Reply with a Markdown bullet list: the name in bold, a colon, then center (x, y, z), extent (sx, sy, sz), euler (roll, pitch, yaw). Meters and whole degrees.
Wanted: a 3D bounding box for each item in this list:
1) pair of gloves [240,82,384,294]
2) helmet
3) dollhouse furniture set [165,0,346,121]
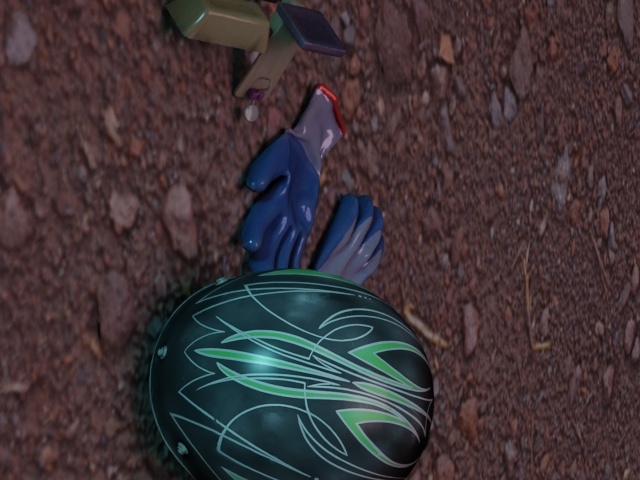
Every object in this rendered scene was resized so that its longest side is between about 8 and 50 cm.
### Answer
- **pair of gloves**: center (0.000, 0.000, 1.254), extent (0.159, 0.023, 0.198), euler (-64, 144, -35)
- **helmet**: center (-0.015, 0.094, 1.107), extent (0.161, 0.169, 0.169), euler (67, 35, -69)
- **dollhouse furniture set**: center (-0.064, -0.125, 1.130), extent (0.114, 0.091, 0.081), euler (7, 130, -41)
